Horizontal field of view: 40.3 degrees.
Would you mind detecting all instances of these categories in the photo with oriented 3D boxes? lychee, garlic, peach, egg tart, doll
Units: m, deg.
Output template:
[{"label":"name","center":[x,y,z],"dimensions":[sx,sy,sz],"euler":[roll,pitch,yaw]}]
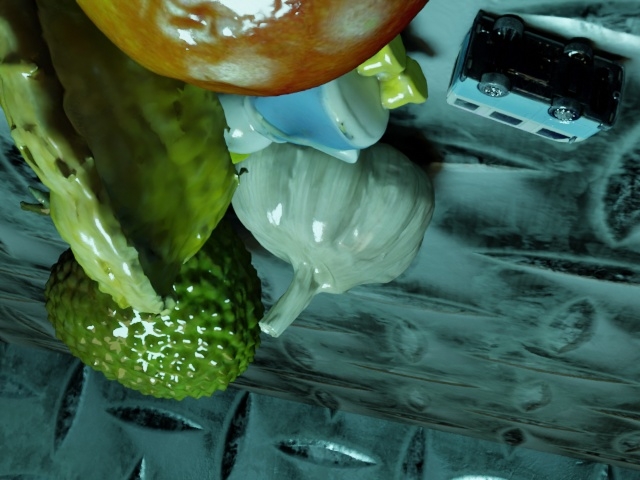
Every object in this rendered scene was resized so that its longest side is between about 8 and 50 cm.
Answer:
[{"label":"lychee","center":[-0.217,0.058,1.113],"dimensions":[0.320,0.270,0.270],"euler":[50,176,26]},{"label":"garlic","center":[0.000,0.000,0.881],"dimensions":[0.218,0.212,0.218],"euler":[17,164,5]},{"label":"peach","center":[-0.040,-0.186,0.419],"dimensions":[0.243,0.200,0.243],"euler":[24,154,13]},{"label":"egg tart","center":[-0.141,-0.108,0.622],"dimensions":[0.132,0.345,0.345],"euler":[-19,160,-6]},{"label":"doll","center":[-0.030,-0.118,0.746],"dimensions":[0.241,0.099,0.135],"euler":[-1,178,38]}]

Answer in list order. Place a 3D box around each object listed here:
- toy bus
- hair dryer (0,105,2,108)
[{"label":"toy bus","center":[0.162,-0.119,0.674],"dimensions":[0.122,0.060,0.075],"euler":[18,164,-6]},{"label":"hair dryer","center":[-0.349,-0.152,0.961],"dimensions":[0.114,0.037,0.063],"euler":[30,157,-20]}]
